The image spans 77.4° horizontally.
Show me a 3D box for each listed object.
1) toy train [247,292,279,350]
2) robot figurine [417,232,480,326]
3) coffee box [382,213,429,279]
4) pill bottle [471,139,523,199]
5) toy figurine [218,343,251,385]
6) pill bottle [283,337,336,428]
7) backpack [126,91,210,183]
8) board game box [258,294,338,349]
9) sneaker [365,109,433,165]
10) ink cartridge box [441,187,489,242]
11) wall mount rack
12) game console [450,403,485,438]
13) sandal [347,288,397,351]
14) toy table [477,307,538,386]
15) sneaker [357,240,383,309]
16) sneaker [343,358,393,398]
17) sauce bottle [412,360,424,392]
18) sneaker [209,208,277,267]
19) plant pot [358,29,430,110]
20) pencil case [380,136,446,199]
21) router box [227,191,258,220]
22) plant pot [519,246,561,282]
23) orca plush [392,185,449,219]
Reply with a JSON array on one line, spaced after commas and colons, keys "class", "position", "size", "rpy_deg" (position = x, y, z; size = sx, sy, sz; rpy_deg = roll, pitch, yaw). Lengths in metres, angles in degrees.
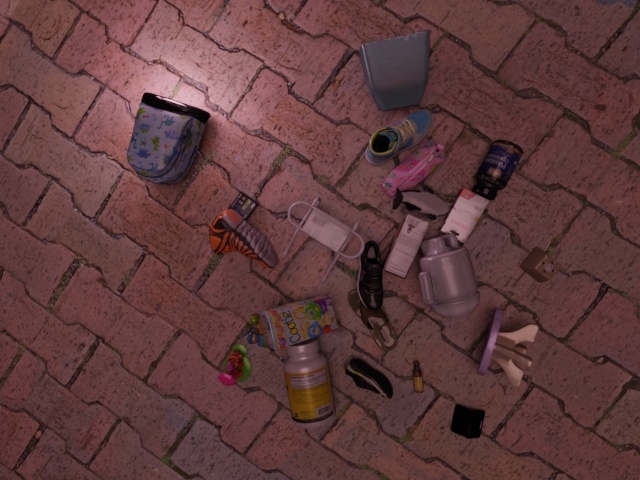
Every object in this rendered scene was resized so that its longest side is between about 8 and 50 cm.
[{"class": "toy train", "position": [-0.241, 0.342, 1.731], "size": [0.144, 0.105, 0.247], "rpy_deg": [2, 92, 19]}, {"class": "robot figurine", "position": [0.508, 0.154, 1.586], "size": [0.300, 0.200, 0.353], "rpy_deg": [-16, 90, -27]}, {"class": "coffee box", "position": [0.343, 0.022, 1.631], "size": [0.098, 0.141, 0.246], "rpy_deg": [23, 95, 5]}, {"class": "pill bottle", "position": [0.698, -0.278, 1.591], "size": [0.123, 0.123, 0.219], "rpy_deg": [27, 94, 5]}, {"class": "toy figurine", "position": [-0.376, 0.550, 1.715], "size": [0.130, 0.159, 0.173], "rpy_deg": [8, 92, 6]}, {"class": "pill bottle", "position": [-0.051, 0.583, 1.667], "size": [0.188, 0.188, 0.333], "rpy_deg": [-9, 90, 6]}, {"class": "backpack", "position": [-0.661, -0.413, 1.690], "size": [0.290, 0.273, 0.355], "rpy_deg": [19, 106, -1]}, {"class": "board game box", "position": [-0.091, 0.328, 1.628], "size": [0.275, 0.142, 0.144], "rpy_deg": [-13, 91, -23]}, {"class": "sneaker", "position": [0.322, -0.422, 1.584], "size": [0.319, 0.208, 0.127], "rpy_deg": [-38, 86, 6]}, {"class": "ink cartridge box", "position": [0.583, -0.100, 1.637], "size": [0.115, 0.067, 0.198], "rpy_deg": [29, 93, 4]}, {"class": "wall mount rack", "position": [0.000, 0.000, 1.680], "size": [0.350, 0.130, 0.304], "rpy_deg": [32, 91, 4]}, {"class": "game console", "position": [0.623, 0.763, 1.688], "size": [0.107, 0.071, 0.122], "rpy_deg": [9, 94, -24]}, {"class": "sandal", "position": [0.229, 0.330, 1.678], "size": [0.120, 0.086, 0.302], "rpy_deg": [-35, 87, 6]}, {"class": "toy table", "position": [0.731, 0.420, 1.563], "size": [0.161, 0.252, 0.274], "rpy_deg": [17, 106, 21]}, {"class": "sneaker", "position": [0.204, 0.141, 1.625], "size": [0.107, 0.124, 0.283], "rpy_deg": [-4, 78, -2]}, {"class": "sneaker", "position": [0.202, 0.598, 1.709], "size": [0.235, 0.084, 0.097], "rpy_deg": [40, 119, 5]}, {"class": "sauce bottle", "position": [0.412, 0.577, 1.689], "size": [0.042, 0.042, 0.128], "rpy_deg": [-5, 93, 6]}, {"class": "sneaker", "position": [-0.343, 0.026, 1.727], "size": [0.180, 0.124, 0.321], "rpy_deg": [-40, 99, 25]}, {"class": "plant pot", "position": [0.295, -0.650, 1.573], "size": [0.248, 0.247, 0.252], "rpy_deg": [-9, 109, 6]}, {"class": "pencil case", "position": [0.380, -0.284, 1.628], "size": [0.284, 0.124, 0.124], "rpy_deg": [-42, 87, 7]}, {"class": "router box", "position": [-0.345, -0.139, 1.750], "size": [0.092, 0.038, 0.122], "rpy_deg": [38, 95, 3]}, {"class": "plant pot", "position": [0.889, 0.101, 1.596], "size": [0.109, 0.096, 0.109], "rpy_deg": [39, 95, 4]}, {"class": "orca plush", "position": [0.384, -0.132, 1.607], "size": [0.102, 0.287, 0.151], "rpy_deg": [-37, 67, 48]}]
